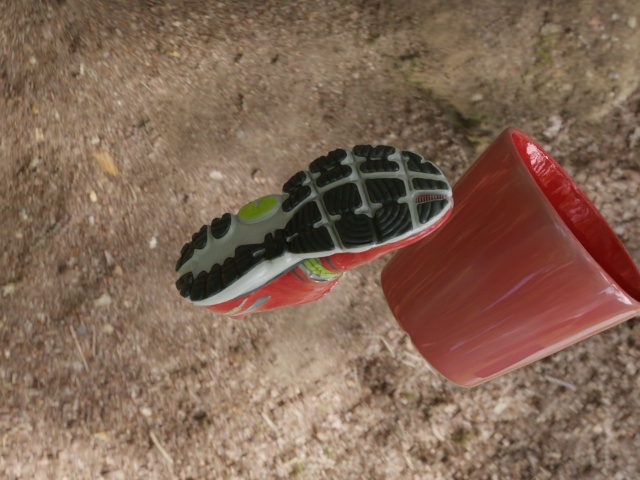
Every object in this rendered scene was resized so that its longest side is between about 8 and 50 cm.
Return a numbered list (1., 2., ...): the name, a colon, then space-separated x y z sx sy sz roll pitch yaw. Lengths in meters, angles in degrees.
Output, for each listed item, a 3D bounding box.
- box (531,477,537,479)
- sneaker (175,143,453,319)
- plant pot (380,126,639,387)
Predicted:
1. box: 0.335 0.441 1.320 0.186 0.145 0.038 46 120 -7
2. sneaker: 0.000 0.000 0.900 0.279 0.107 0.118 -20 148 22
3. plant pot: 0.226 0.038 1.193 0.243 0.275 0.275 -39 115 21
